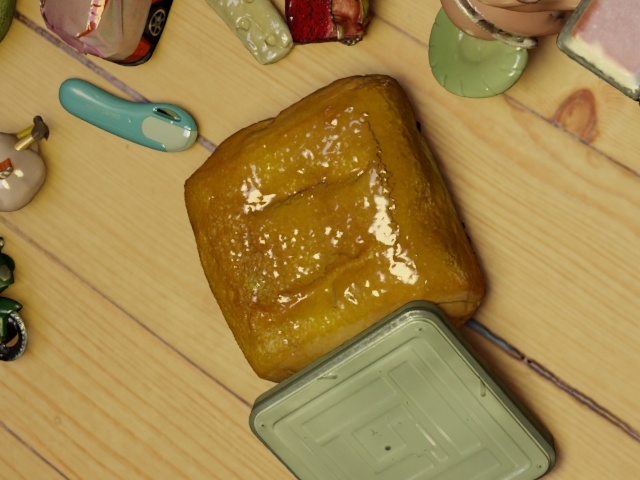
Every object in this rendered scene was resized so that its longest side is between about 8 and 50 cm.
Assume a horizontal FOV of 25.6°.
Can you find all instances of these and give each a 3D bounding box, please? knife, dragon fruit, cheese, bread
[{"bbox_3d":[-0.251,-0.164,1.829,0.222,0.031,0.064,21,105,26],"label":"knife"},{"bbox_3d":[0.026,-0.277,1.665,0.147,0.096,0.102,178,93,-67],"label":"dragon fruit"},{"bbox_3d":[-0.103,-0.300,1.748,0.065,0.043,0.194,-44,75,21],"label":"cheese"},{"bbox_3d":[-0.003,0.000,1.661,0.328,0.148,0.337,-22,83,24],"label":"bread"}]

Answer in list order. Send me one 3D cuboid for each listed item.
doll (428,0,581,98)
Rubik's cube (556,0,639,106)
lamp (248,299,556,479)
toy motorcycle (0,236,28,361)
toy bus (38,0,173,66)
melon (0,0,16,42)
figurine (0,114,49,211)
[{"bbox_3d":[0.188,-0.301,1.521,0.268,0.216,0.284,-2,90,55],"label":"doll"},{"bbox_3d":[0.455,-0.223,1.360,0.305,0.301,0.303,39,107,16],"label":"Rubik's cube"},{"bbox_3d":[0.093,0.224,1.619,0.269,0.047,0.266,-34,109,22],"label":"lamp"},{"bbox_3d":[-0.518,0.071,1.915,0.275,0.125,0.187,1,102,24],"label":"toy motorcycle"},{"bbox_3d":[-0.252,-0.375,1.761,0.128,0.147,0.302,21,100,28],"label":"toy bus"},{"bbox_3d":[-0.476,-0.312,1.863,0.139,0.139,0.192,27,100,21],"label":"melon"},{"bbox_3d":[-0.445,-0.086,1.877,0.229,0.137,0.112,-10,120,28],"label":"figurine"}]
